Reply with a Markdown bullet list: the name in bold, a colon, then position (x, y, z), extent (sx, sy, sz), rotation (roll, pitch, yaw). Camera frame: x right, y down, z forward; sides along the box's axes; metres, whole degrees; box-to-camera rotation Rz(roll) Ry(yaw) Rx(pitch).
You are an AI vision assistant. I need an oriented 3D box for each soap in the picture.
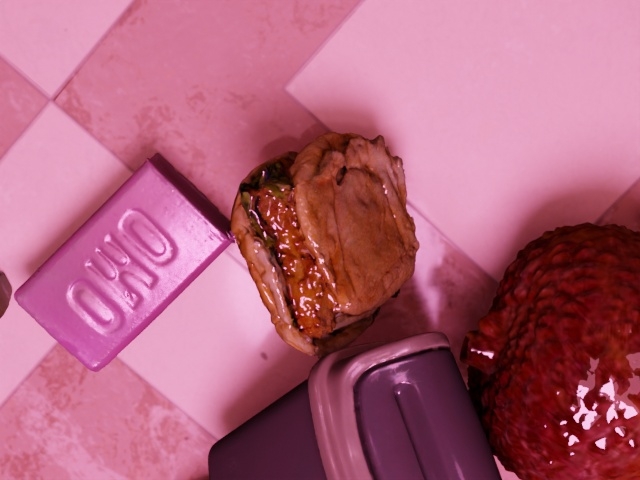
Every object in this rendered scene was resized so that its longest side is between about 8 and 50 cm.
- **soap**: position (-0.195, 0.023, 0.890), extent (0.203, 0.065, 0.122), rotation (-44, 99, 8)

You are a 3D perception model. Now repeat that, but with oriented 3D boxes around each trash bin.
- **trash bin**: position (0.035, 0.217, 0.804), extent (0.290, 0.182, 0.209), rotation (-37, 65, 42)

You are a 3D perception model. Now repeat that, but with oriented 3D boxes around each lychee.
- **lychee**: position (0.258, 0.116, 0.819), extent (0.261, 0.260, 0.260), rotation (0, 102, 0)

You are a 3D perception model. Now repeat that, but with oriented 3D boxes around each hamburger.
- **hamburger**: position (0.000, 0.000, 0.829), extent (0.130, 0.206, 0.183), rotation (-13, 104, 40)

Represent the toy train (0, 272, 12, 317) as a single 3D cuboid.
- **toy train**: position (-0.476, 0.038, 0.867), extent (0.300, 0.131, 0.201), rotation (-22, 108, 5)
